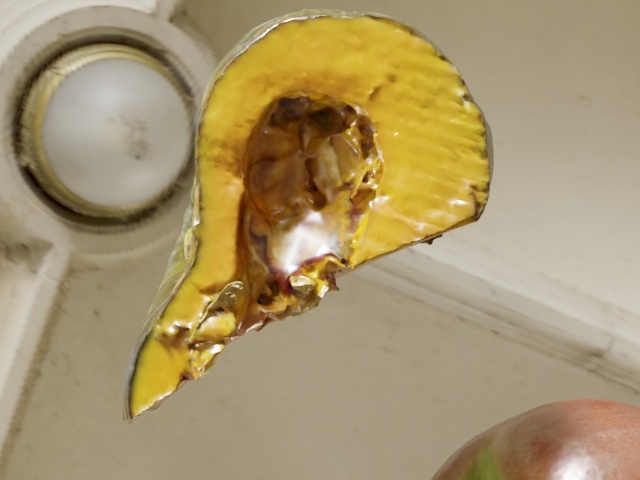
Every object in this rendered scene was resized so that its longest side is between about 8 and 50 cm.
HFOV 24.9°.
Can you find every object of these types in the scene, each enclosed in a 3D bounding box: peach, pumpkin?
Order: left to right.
[{"bbox_3d":[0.000,0.000,0.910,0.190,0.139,0.280,16,-95,-4],"label":"pumpkin"},{"bbox_3d":[0.187,0.230,0.993,0.252,0.252,0.252,-4,-80,-22],"label":"peach"}]
